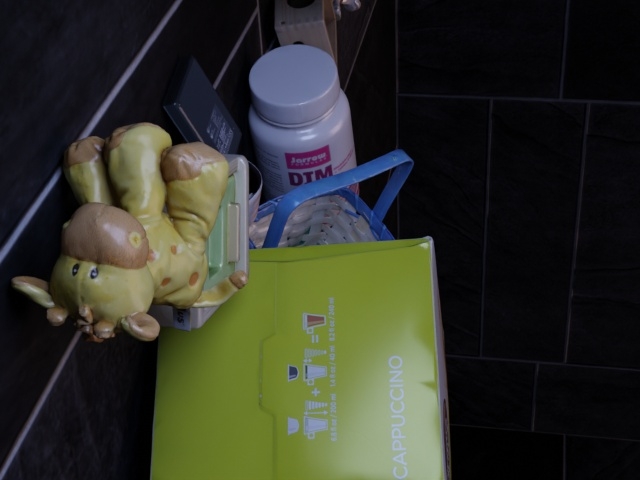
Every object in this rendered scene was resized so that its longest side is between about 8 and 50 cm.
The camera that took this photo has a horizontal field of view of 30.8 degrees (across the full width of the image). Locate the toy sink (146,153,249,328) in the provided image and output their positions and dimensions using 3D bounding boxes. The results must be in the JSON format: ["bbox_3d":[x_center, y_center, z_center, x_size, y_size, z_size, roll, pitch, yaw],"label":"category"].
[{"bbox_3d":[-0.152,-0.014,1.255,0.234,0.131,0.153,-52,145,-74],"label":"toy sink"}]

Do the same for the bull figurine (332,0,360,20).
[{"bbox_3d":[0.020,-0.511,2.155,0.310,0.101,0.188,79,20,-57],"label":"bull figurine"}]

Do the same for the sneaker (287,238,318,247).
[{"bbox_3d":[0.002,0.079,2.050,0.330,0.129,0.147,57,8,-49],"label":"sneaker"}]

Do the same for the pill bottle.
[{"bbox_3d":[-0.028,-0.160,1.834,0.283,0.160,0.160,80,17,-51],"label":"pill bottle"}]

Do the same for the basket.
[{"bbox_3d":[0.000,0.000,1.720,0.254,0.201,0.289,-20,153,-39],"label":"basket"}]

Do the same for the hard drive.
[{"bbox_3d":[-0.144,-0.150,1.443,0.094,0.022,0.135,-78,148,-41],"label":"hard drive"}]

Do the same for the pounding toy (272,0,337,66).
[{"bbox_3d":[-0.034,-0.409,1.937,0.181,0.094,0.206,70,16,-55],"label":"pounding toy"}]

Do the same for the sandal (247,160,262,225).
[{"bbox_3d":[-0.121,-0.078,1.569,0.265,0.076,0.102,81,16,-51],"label":"sandal"}]

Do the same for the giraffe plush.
[{"bbox_3d":[-0.180,0.013,1.034,0.170,0.181,0.210,-39,115,-61],"label":"giraffe plush"}]

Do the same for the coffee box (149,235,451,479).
[{"bbox_3d":[-0.008,0.221,1.463,0.334,0.338,0.338,75,13,-63],"label":"coffee box"}]
